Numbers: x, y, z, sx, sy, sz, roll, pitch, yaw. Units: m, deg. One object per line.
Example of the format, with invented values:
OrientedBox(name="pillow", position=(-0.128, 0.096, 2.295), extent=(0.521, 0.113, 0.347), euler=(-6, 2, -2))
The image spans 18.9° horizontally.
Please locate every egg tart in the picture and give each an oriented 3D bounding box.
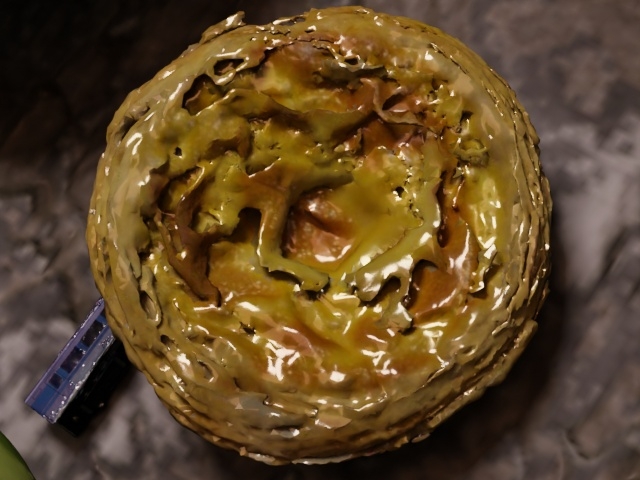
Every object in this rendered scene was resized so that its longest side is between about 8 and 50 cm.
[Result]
OrientedBox(name="egg tart", position=(0.000, 0.000, 0.524), extent=(0.128, 0.049, 0.129), euler=(0, 80, -1))

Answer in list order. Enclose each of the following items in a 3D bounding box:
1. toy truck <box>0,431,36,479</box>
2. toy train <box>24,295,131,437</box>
OrientedBox(name="toy truck", position=(-0.180, 0.089, 0.509), extent=(0.187, 0.148, 0.210), euler=(-52, 43, -3))
OrientedBox(name="toy train", position=(-0.054, 0.018, 0.557), extent=(0.017, 0.017, 0.083), euler=(31, 81, 30))
